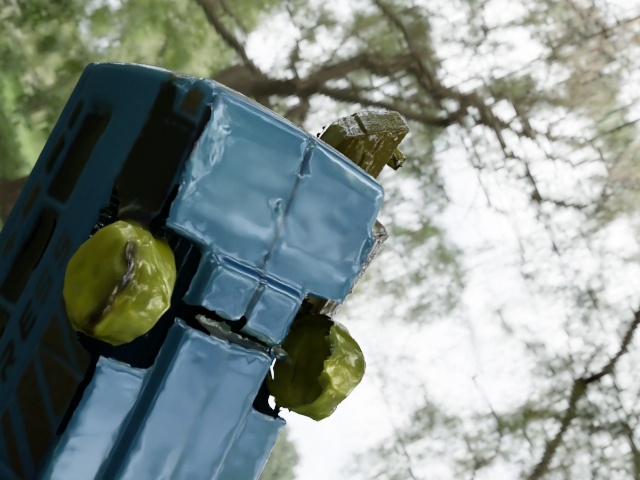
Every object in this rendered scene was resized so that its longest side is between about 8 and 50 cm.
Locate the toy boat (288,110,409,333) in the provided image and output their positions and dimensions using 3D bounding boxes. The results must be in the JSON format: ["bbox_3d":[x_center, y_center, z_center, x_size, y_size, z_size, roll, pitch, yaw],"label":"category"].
[{"bbox_3d":[0.000,0.000,0.902,0.088,0.226,0.068,26,20,-24],"label":"toy boat"}]

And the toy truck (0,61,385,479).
[{"bbox_3d":[-0.117,0.106,0.611,0.161,0.385,0.162,26,-2,-42],"label":"toy truck"}]
